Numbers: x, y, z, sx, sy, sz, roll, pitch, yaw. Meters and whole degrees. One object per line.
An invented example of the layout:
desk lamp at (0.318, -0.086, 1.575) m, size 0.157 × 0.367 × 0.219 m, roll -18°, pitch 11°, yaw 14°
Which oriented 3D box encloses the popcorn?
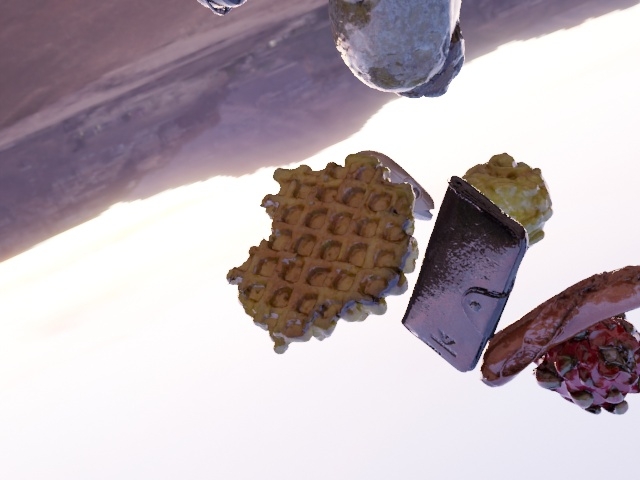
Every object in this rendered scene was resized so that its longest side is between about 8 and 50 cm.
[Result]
popcorn at (0.422, -0.096, 1.903) m, size 0.250 × 0.234 × 0.242 m, roll 10°, pitch -176°, yaw 6°

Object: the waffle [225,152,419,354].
waffle at (0.000, 0.008, 1.102) m, size 0.282 × 0.058 × 0.300 m, roll -12°, pitch -127°, yaw 19°

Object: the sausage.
sausage at (0.379, 0.131, 1.257) m, size 0.327 × 0.087 × 0.079 m, roll -36°, pitch 148°, yaw 27°

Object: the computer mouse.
computer mouse at (0.162, -0.120, 1.836) m, size 0.145 × 0.236 × 0.082 m, roll 14°, pitch -113°, yaw 54°

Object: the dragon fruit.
dragon fruit at (0.451, 0.188, 1.406) m, size 0.273 × 0.198 × 0.218 m, roll 29°, pitch -116°, yaw 36°

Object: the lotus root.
lotus root at (0.080, -0.318, 0.911) m, size 0.175 × 0.349 × 0.175 m, roll -7°, pitch -143°, yaw 6°

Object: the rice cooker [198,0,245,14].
rice cooker at (-0.191, -0.502, 1.467) m, size 0.107 × 0.165 × 0.112 m, roll 4°, pitch -124°, yaw 37°

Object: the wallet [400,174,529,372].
wallet at (0.224, 0.068, 1.272) m, size 0.045 × 0.318 × 0.172 m, roll -21°, pitch -130°, yaw -35°
